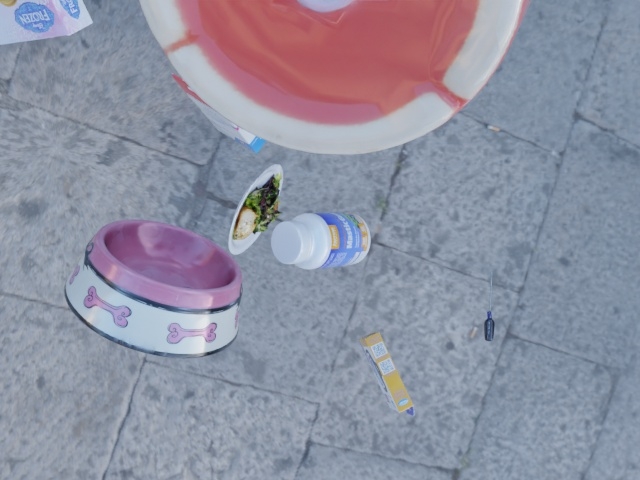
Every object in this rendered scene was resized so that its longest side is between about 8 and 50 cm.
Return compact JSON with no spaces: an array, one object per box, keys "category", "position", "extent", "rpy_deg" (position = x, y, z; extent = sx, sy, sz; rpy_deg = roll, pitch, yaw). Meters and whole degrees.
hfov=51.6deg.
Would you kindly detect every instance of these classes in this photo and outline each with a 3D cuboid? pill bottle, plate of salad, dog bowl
[{"category":"pill bottle","position":[0.000,0.000,1.798],"extent":[0.272,0.152,0.153],"rpy_deg":[-4,100,-50]},{"category":"plate of salad","position":[-0.118,-0.057,1.307],"extent":[0.048,0.200,0.200],"rpy_deg":[27,86,13]},{"category":"dog bowl","position":[-0.361,0.091,1.521],"extent":[0.407,0.408,0.151],"rpy_deg":[15,109,-23]}]

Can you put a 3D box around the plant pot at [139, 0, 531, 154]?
[{"category":"plant pot","position":[0.023,-0.198,0.402],"extent":[0.275,0.274,0.243],"rpy_deg":[43,37,-21]}]

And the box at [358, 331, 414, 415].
[{"category":"box","position":[0.102,0.208,1.016],"extent":[0.028,0.081,0.136],"rpy_deg":[-22,83,-7]}]

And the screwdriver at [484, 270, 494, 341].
[{"category":"screwdriver","position":[0.398,0.154,1.562],"extent":[0.024,0.025,0.170],"rpy_deg":[24,60,-41]}]

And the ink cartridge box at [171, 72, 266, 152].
[{"category":"ink cartridge box","position":[-0.204,-0.295,1.418],"extent":[0.078,0.134,0.231],"rpy_deg":[-54,154,-7]}]

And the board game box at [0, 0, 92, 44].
[{"category":"board game box","position":[-0.599,-0.517,1.187],"extent":[0.066,0.318,0.318],"rpy_deg":[-50,133,-39]}]
